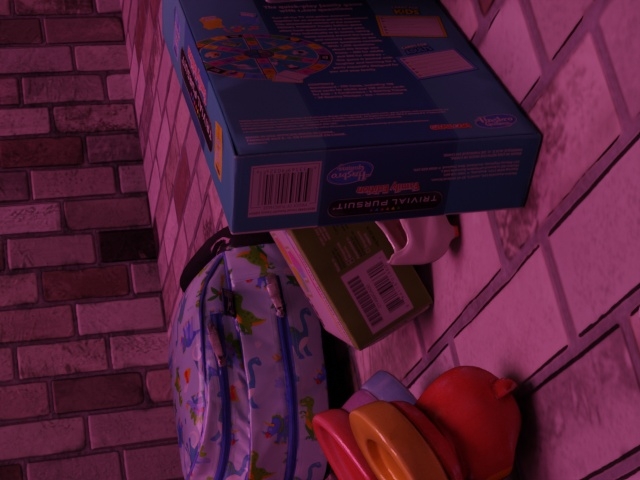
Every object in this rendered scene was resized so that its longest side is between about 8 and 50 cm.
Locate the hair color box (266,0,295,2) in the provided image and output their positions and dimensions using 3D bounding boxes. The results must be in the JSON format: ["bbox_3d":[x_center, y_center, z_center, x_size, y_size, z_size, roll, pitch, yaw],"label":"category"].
[{"bbox_3d":[-0.010,-0.354,1.153,0.374,0.185,0.114,-119,29,-55],"label":"hair color box"}]

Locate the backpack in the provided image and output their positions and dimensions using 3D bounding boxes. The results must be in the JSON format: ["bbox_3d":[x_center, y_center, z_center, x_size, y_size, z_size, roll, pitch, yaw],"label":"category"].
[{"bbox_3d":[-0.092,0.176,1.540,0.356,0.273,0.290,68,152,15],"label":"backpack"}]

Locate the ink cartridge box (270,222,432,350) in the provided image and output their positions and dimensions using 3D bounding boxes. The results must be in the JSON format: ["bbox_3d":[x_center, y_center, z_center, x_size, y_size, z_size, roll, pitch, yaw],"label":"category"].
[{"bbox_3d":[0.000,0.000,1.260,0.189,0.097,0.255,60,168,-13],"label":"ink cartridge box"}]

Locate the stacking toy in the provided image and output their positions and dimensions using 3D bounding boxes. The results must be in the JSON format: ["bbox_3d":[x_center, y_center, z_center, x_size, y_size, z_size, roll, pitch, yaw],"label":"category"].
[{"bbox_3d":[0.130,0.243,1.078,0.280,0.130,0.309,59,166,-1],"label":"stacking toy"}]

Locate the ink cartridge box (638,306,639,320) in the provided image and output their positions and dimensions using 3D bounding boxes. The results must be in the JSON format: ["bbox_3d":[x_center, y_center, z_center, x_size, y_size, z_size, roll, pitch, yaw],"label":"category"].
[{"bbox_3d":[0.264,-0.005,0.542,0.239,0.060,0.275,-118,29,-52],"label":"ink cartridge box"}]

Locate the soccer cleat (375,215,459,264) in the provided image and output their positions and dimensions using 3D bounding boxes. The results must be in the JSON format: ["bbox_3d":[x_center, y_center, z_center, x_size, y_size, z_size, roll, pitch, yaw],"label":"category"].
[{"bbox_3d":[0.070,-0.069,1.109,0.068,0.076,0.196,128,126,-65],"label":"soccer cleat"}]

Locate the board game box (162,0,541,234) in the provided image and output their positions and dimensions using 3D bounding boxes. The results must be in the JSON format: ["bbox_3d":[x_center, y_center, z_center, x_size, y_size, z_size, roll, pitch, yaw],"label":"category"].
[{"bbox_3d":[0.009,-0.144,1.027,0.336,0.253,0.079,-114,24,-49],"label":"board game box"}]
